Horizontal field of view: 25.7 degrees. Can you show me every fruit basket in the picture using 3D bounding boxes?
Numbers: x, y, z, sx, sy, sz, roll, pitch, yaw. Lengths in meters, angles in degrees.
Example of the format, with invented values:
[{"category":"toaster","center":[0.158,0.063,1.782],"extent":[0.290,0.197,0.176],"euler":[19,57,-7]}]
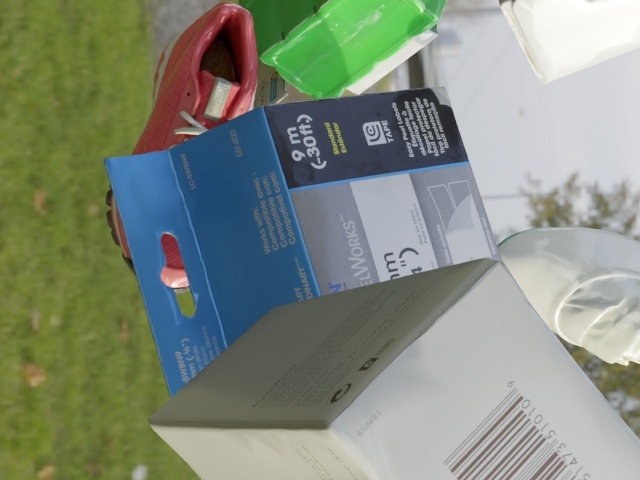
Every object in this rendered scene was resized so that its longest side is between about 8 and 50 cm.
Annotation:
[{"category":"fruit basket","center":[0.045,-0.337,1.660],"extent":[0.165,0.327,0.353],"euler":[39,35,-25]}]

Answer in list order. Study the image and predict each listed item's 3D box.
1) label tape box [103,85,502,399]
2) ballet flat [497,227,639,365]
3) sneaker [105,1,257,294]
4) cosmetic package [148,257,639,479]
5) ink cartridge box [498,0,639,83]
[{"category":"label tape box","center":[0.000,0.000,1.279],"extent":[0.106,0.334,0.240],"euler":[-29,-104,52]},{"category":"ballet flat","center":[0.364,0.091,1.547],"extent":[0.139,0.400,0.139],"euler":[-37,-136,45]},{"category":"sneaker","center":[-0.130,-0.104,1.390],"extent":[0.136,0.116,0.313],"euler":[136,-34,-60]},{"category":"cosmetic package","center":[0.046,0.154,0.974],"extent":[0.217,0.156,0.385],"euler":[51,-20,-11]},{"category":"ink cartridge box","center":[0.277,-0.319,1.415],"extent":[0.121,0.211,0.289],"euler":[54,23,-40]}]
